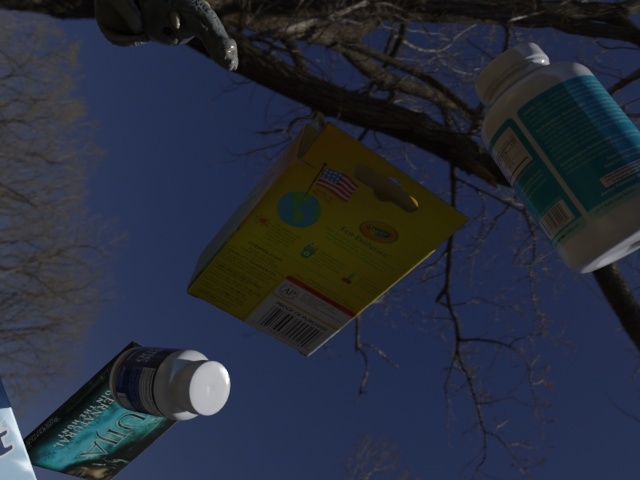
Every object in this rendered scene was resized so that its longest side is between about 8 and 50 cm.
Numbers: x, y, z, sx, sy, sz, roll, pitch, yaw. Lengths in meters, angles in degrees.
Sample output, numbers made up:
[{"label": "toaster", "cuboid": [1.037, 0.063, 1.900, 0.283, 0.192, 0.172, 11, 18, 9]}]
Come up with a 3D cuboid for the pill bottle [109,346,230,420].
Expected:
[{"label": "pill bottle", "cuboid": [-0.147, 0.139, 0.576, 0.120, 0.067, 0.067, -5, -79, 39]}]

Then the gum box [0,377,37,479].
[{"label": "gum box", "cuboid": [-0.363, 0.212, 0.544, 0.041, 0.157, 0.184, 0, -72, 39]}]

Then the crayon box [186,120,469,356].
[{"label": "crayon box", "cuboid": [0.000, 0.000, 0.730, 0.202, 0.081, 0.318, 32, -53, -18]}]

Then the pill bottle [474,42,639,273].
[{"label": "pill bottle", "cuboid": [0.288, -0.105, 0.689, 0.146, 0.146, 0.264, -49, -120, 46]}]

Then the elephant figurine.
[{"label": "elephant figurine", "cuboid": [-0.234, -0.336, 0.797, 0.186, 0.169, 0.239, -118, -173, -59]}]

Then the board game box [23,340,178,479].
[{"label": "board game box", "cuboid": [-0.236, 0.206, 0.686, 0.186, 0.126, 0.026, -42, -137, 7]}]
